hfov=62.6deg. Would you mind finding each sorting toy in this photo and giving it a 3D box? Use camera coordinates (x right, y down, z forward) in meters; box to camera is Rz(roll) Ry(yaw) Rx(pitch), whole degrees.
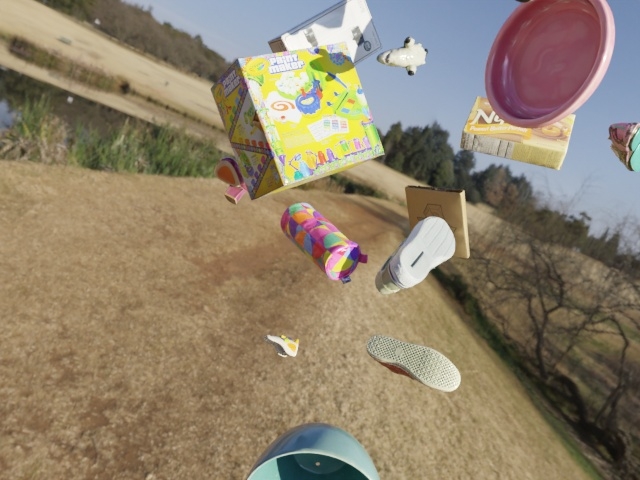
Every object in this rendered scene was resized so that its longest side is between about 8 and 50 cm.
[{"bbox_3d":[-0.097,0.241,1.241,0.075,0.044,0.083,25,-19,-12],"label":"sorting toy"}]

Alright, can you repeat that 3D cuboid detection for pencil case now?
[{"bbox_3d":[0.000,0.000,1.207,0.105,0.104,0.236,17,18,-43],"label":"pencil case"}]

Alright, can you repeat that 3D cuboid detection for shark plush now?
[{"bbox_3d":[0.181,-0.391,1.095,0.067,0.073,0.161,2,31,35],"label":"shark plush"}]

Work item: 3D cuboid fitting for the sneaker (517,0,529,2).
[{"bbox_3d":[0.383,-0.598,1.002,0.108,0.271,0.100,-26,12,-21],"label":"sneaker"}]

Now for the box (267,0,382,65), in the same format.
[{"bbox_3d":[0.017,-0.543,1.461,0.087,0.290,0.169,18,-38,56],"label":"box"}]

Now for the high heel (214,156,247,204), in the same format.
[{"bbox_3d":[-0.218,-0.190,1.428,0.082,0.117,0.244,28,-19,10],"label":"high heel"}]

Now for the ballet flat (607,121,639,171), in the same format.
[{"bbox_3d":[0.755,-0.238,1.302,0.079,0.076,0.222,36,9,38],"label":"ballet flat"}]

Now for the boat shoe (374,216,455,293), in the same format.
[{"bbox_3d":[0.211,0.027,1.180,0.302,0.094,0.109,-29,89,-52],"label":"boat shoe"}]

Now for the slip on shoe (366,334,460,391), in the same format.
[{"bbox_3d":[0.312,0.415,1.774,0.332,0.123,0.101,17,-28,29],"label":"slip on shoe"}]

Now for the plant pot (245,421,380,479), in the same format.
[{"bbox_3d":[-0.008,0.508,1.129,0.291,0.290,0.195,25,18,-3],"label":"plant pot"}]

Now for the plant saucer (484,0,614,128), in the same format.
[{"bbox_3d":[0.545,-0.428,1.252,0.084,0.331,0.332,5,18,-31],"label":"plant saucer"}]

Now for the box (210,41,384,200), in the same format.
[{"bbox_3d":[-0.051,-0.277,1.218,0.290,0.278,0.177,-21,4,-31],"label":"box"}]

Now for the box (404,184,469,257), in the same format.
[{"bbox_3d":[0.316,-0.051,1.423,0.165,0.201,0.021,10,36,36],"label":"box"}]

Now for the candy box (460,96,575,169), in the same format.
[{"bbox_3d":[0.634,-0.351,1.703,0.317,0.182,0.087,16,-34,19],"label":"candy box"}]
